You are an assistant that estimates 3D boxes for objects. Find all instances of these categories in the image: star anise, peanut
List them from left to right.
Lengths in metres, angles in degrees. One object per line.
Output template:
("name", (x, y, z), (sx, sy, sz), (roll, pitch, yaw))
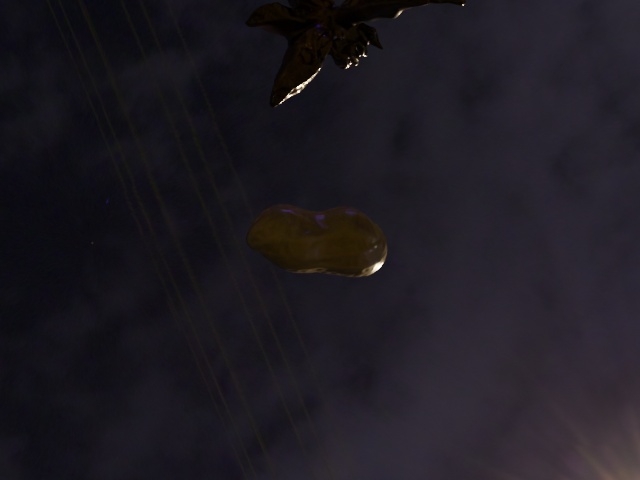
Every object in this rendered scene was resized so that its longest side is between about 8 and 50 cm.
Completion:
("peanut", (0.000, 0.000, 1.070), (0.214, 0.098, 0.090), (3, -120, -30))
("star anise", (0.019, -0.194, 0.640), (0.140, 0.144, 0.158), (5, -105, -20))
